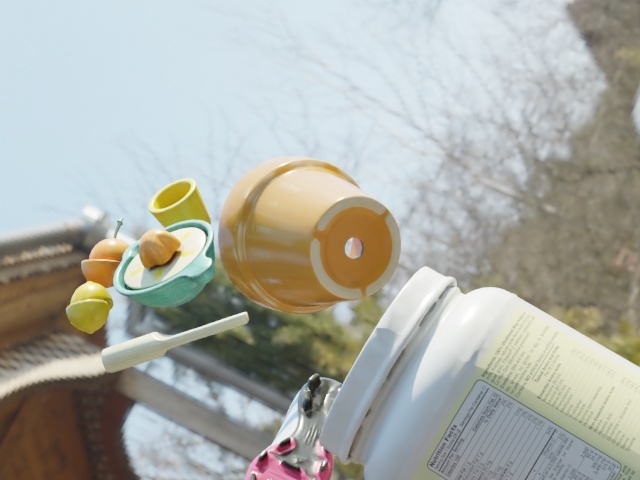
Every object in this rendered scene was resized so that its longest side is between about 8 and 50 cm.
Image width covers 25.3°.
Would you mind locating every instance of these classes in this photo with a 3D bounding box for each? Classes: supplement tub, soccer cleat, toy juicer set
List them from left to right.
[{"bbox_3d":[-0.214,0.045,1.686,0.209,0.329,0.089,-29,-61,1],"label":"toy juicer set"},{"bbox_3d":[-0.031,0.347,2.188,0.331,0.116,0.143,-56,-17,-53],"label":"soccer cleat"},{"bbox_3d":[0.187,0.189,1.316,0.235,0.325,0.235,-56,-12,-18],"label":"supplement tub"}]

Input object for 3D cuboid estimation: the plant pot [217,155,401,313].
[{"bbox_3d":[0.000,0.000,1.799,0.188,0.205,0.205,13,75,62],"label":"plant pot"}]
